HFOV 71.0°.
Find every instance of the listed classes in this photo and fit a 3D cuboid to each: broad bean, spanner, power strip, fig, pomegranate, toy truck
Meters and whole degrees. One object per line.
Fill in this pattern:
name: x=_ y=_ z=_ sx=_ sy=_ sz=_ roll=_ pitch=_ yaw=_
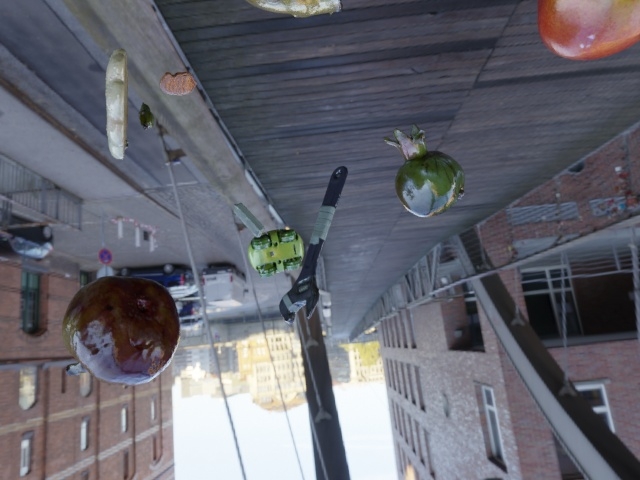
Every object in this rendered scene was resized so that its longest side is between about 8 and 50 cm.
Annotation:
broad bean: x=-0.572 y=-0.403 z=1.476 sx=0.048 sy=0.070 sz=0.213 roll=-13 pitch=-147 yaw=-18
spanner: x=0.000 y=0.000 z=0.818 sx=0.024 sy=0.315 sz=0.087 roll=30 pitch=159 yaw=-33
power strip: x=-0.140 y=-0.042 z=0.870 sx=0.017 sy=0.083 sz=0.027 roll=-37 pitch=172 yaw=-37
fig: x=-0.366 y=0.158 z=0.792 sx=0.191 sy=0.190 sz=0.290 roll=4 pitch=168 yaw=-39
pomegranate: x=0.208 y=-0.142 z=0.897 sx=0.131 sy=0.191 sz=0.152 roll=-21 pitch=-177 yaw=26
toy truck: x=-0.150 y=0.028 z=1.577 sx=0.187 sy=0.148 sz=0.210 roll=-10 pitch=-167 yaw=5
pomegranate: x=0.508 y=-0.453 z=0.803 sx=0.221 sy=0.220 sz=0.256 roll=-8 pitch=157 yaw=7

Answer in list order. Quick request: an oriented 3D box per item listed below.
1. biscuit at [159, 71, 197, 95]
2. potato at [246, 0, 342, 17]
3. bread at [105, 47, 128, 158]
biscuit: x=-0.506 y=-0.558 z=1.600 sx=0.131 sy=0.019 sz=0.102 roll=-11 pitch=156 yaw=-36
potato: x=-0.087 y=-0.769 z=1.220 sx=0.296 sy=0.397 sz=0.289 roll=-3 pitch=135 yaw=3
bread: x=-0.580 y=-0.387 z=1.287 sx=0.054 sy=0.315 sz=0.316 roll=2 pitch=165 yaw=-21
